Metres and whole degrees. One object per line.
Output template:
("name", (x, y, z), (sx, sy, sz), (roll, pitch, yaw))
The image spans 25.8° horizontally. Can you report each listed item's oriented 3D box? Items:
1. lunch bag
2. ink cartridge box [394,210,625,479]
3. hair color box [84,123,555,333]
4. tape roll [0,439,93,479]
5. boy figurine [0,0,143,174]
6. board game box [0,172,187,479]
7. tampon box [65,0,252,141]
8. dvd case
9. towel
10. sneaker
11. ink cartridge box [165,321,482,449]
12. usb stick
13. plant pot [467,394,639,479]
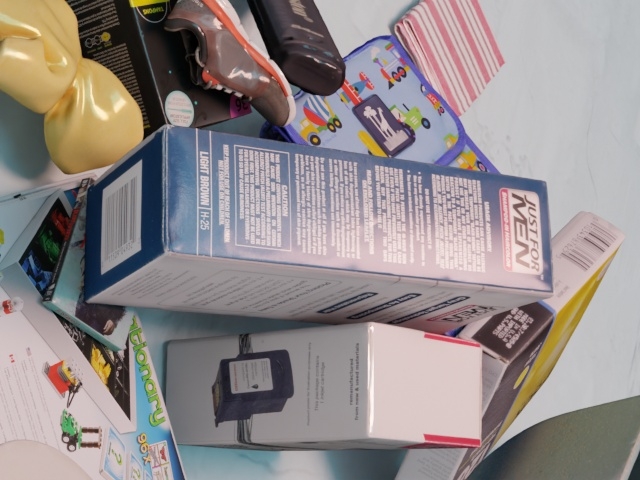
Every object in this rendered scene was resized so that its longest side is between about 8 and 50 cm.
("lunch bag", (0.061, -0.058, 1.387), (0.221, 0.138, 0.293), (-42, 104, -44))
("ink cartridge box", (0.183, 0.154, 1.466), (0.303, 0.072, 0.307), (-39, 154, -49))
("hair color box", (0.000, 0.000, 1.143), (0.347, 0.174, 0.105), (7, 73, -28))
("tape roll", (-0.236, 0.271, 0.917), (0.246, 0.169, 0.246), (57, 21, -36))
("boy figurine", (-0.253, -0.169, 1.122), (0.285, 0.092, 0.177), (49, 14, -34))
("board game box", (-0.218, 0.112, 1.134), (0.193, 0.053, 0.305), (-22, 98, -53))
("tampon box", (-0.152, -0.171, 1.253), (0.120, 0.101, 0.161), (-23, 99, -51))
("dvd case", (-0.180, 0.020, 1.155), (0.087, 0.013, 0.119), (41, 48, -40))
("towel", (0.162, -0.243, 1.735), (0.197, 0.029, 0.144), (-48, 118, -49))
("sneaker", (-0.084, -0.149, 1.219), (0.065, 0.061, 0.158), (-48, 121, -17))
("ink cartridge box", (0.001, 0.137, 1.259), (0.172, 0.237, 0.100), (14, 73, -49))
("usb stick", (-0.033, -0.219, 1.346), (0.077, 0.045, 0.278), (25, 24, -25))
("plant pot", (0.271, 0.341, 1.535), (0.248, 0.252, 0.247), (61, 42, -22))
